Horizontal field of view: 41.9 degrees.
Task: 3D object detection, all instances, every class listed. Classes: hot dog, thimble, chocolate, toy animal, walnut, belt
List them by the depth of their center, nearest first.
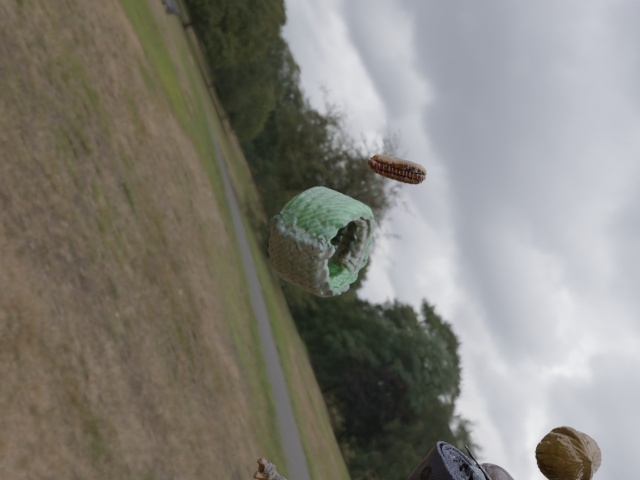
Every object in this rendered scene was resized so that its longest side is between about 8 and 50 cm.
[{"bbox_3d":[0.424,0.370,1.428,0.105,0.105,0.124,69,-16,-1],"label":"walnut"},{"bbox_3d":[0.262,0.467,1.531,0.140,0.126,0.230,29,11,-29],"label":"belt"},{"bbox_3d":[0.000,0.000,1.675,0.150,0.219,0.219,23,-27,25],"label":"thimble"},{"bbox_3d":[-0.038,0.561,1.829,0.116,0.255,0.114,-52,132,-48],"label":"toy animal"},{"bbox_3d":[0.178,-0.165,1.954,0.062,0.144,0.038,113,-11,-46],"label":"hot dog"},{"bbox_3d":[0.429,0.652,2.097,0.177,0.177,0.176,159,-90,-87],"label":"chocolate"}]
